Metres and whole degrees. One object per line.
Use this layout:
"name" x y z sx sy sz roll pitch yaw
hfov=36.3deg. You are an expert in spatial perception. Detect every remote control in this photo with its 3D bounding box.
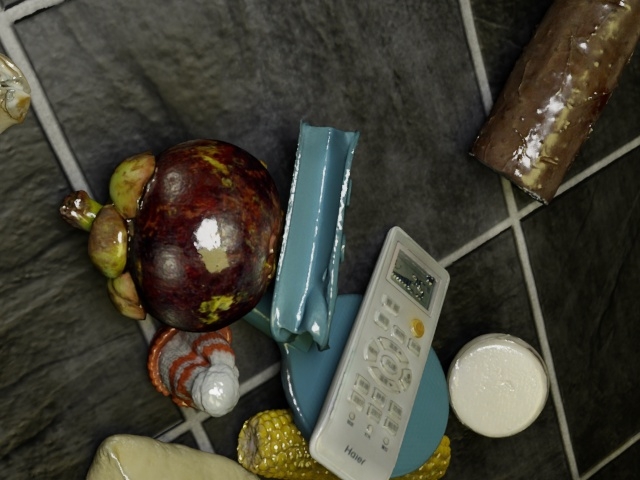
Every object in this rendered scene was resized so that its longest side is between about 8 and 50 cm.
"remote control" 0.067 0.134 1.132 0.109 0.055 0.313 41 51 -24

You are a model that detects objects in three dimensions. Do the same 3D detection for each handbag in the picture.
"handbag" 0.000 0.000 1.030 0.062 0.179 0.229 8 85 5

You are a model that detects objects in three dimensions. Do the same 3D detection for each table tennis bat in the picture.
"table tennis bat" 0.027 0.149 1.150 0.329 0.044 0.215 37 58 -21

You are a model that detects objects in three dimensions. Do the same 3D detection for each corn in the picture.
"corn" 0.044 0.253 1.212 0.310 0.101 0.101 15 99 -33

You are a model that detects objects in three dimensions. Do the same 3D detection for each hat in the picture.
"hat" -0.122 0.142 1.030 0.093 0.162 0.112 10 98 -31

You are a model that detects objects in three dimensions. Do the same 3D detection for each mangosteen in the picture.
"mangosteen" -0.146 -0.009 0.963 0.217 0.192 0.192 9 104 -2

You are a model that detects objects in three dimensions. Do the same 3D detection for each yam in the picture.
"yam" 0.287 -0.187 1.185 0.131 0.131 0.280 29 89 -36

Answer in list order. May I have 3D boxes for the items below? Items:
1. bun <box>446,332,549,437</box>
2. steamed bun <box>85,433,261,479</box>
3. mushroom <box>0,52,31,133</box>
"bun" 0.234 0.191 1.310 0.138 0.094 0.138 0 89 2
"steamed bun" -0.174 0.343 1.105 0.231 0.110 0.212 21 96 -33
"mushroom" -0.337 -0.068 0.872 0.092 0.081 0.223 26 91 -17
